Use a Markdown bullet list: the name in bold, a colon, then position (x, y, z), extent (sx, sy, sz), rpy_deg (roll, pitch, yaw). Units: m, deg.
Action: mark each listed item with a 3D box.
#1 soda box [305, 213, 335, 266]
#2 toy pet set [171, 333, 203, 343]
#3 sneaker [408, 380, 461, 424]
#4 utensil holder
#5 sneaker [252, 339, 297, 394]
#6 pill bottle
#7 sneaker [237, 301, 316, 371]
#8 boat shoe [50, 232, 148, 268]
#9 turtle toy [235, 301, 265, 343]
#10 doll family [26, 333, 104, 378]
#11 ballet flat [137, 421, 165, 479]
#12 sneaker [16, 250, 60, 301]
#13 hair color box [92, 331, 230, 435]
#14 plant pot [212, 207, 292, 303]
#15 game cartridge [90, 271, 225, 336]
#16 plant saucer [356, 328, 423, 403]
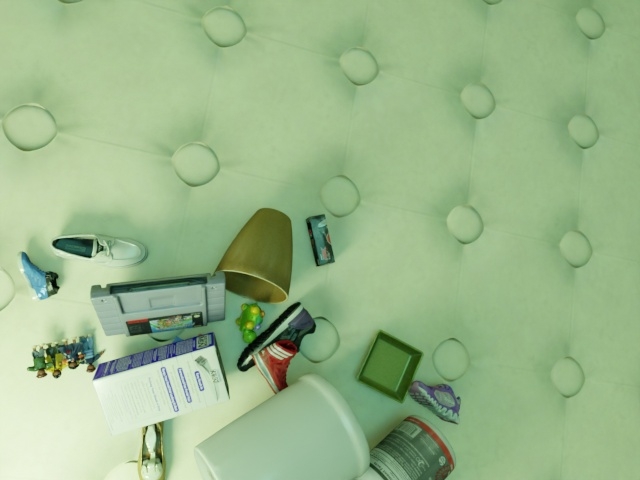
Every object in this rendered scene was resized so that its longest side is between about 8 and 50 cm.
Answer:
- **soda box**: position (0.000, 0.000, 1.638), extent (0.060, 0.053, 0.169), rpy_deg (-11, 86, -16)
- **toy pet set**: position (-0.402, 0.338, 1.481), extent (0.114, 0.065, 0.122), rpy_deg (32, 76, -9)
- **sneaker**: position (0.397, 0.528, 1.650), extent (0.236, 0.095, 0.105), rpy_deg (39, 66, -23)
- **utensil holder**: position (-0.109, 0.608, 1.347), extent (0.385, 0.327, 0.328), rpy_deg (-25, 90, -29)
- **sneaker**: position (-0.110, 0.392, 1.487), extent (0.128, 0.087, 0.221), rpy_deg (-31, 136, -6)
- **pill bottle**: position (0.227, 0.730, 1.491), extent (0.362, 0.210, 0.210), rpy_deg (-31, 91, -27)
- **sneaker**: position (-0.130, 0.334, 1.537), extent (0.283, 0.107, 0.124), rpy_deg (-41, 100, -16)
- **boat shoe**: position (-0.656, 0.024, 1.442), extent (0.267, 0.088, 0.096), rpy_deg (11, 80, -13)
- **turtle toy**: position (-0.219, 0.259, 1.534), extent (0.066, 0.095, 0.130), rpy_deg (26, 77, -32)
- **doll family**: position (-0.728, 0.340, 1.391), extent (0.192, 0.076, 0.112), rpy_deg (-11, 81, -19)
- **ballet flat**: position (-0.496, 0.625, 1.414), extent (0.079, 0.073, 0.233), rpy_deg (-4, 84, -15)
- **sneaker**: position (-0.811, 0.094, 1.405), extent (0.084, 0.058, 0.152), rpy_deg (-20, 92, -11)
- **hair color box**: position (-0.449, 0.408, 1.398), extent (0.338, 0.110, 0.185), rpy_deg (-13, 107, -9)
- **plant pot**: position (-0.182, 0.034, 1.512), extent (0.237, 0.237, 0.255), rpy_deg (20, 65, -11)
- **game cartridge**: position (-0.455, 0.191, 1.408), extent (0.354, 0.230, 0.068), rpy_deg (-6, 50, -15)
- **plant saucer**: position (0.232, 0.425, 1.648), extent (0.188, 0.045, 0.189), rpy_deg (29, 77, -10)
